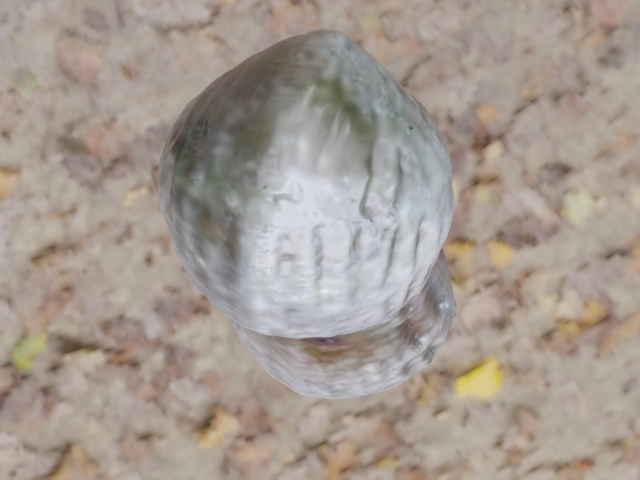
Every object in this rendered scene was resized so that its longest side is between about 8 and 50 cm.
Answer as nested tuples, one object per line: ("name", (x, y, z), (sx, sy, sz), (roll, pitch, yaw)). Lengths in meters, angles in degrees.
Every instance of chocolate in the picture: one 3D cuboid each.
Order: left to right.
("chocolate", (0.000, 0.000, 0.693), (0.110, 0.110, 0.248), (-26, 160, 0))
